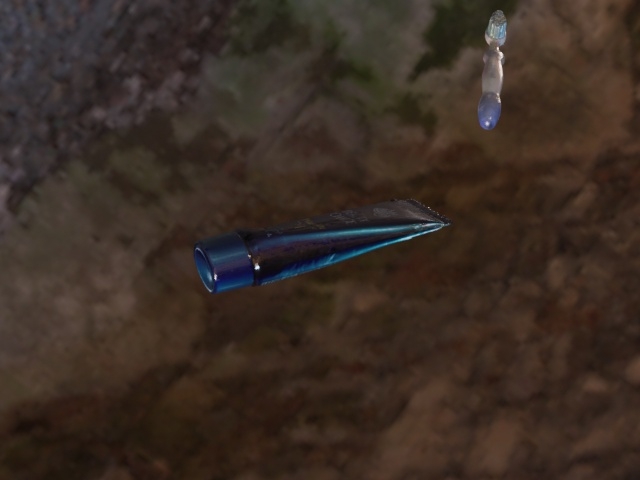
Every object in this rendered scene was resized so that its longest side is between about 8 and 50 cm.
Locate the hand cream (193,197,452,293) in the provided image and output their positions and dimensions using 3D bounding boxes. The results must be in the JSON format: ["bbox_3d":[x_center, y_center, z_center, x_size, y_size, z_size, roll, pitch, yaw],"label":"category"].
[{"bbox_3d":[0.000,0.000,1.633,0.270,0.061,0.120,-13,-163,-16],"label":"hand cream"}]

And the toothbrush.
[{"bbox_3d":[0.156,-0.157,1.344,0.269,0.021,0.027,-74,164,-63],"label":"toothbrush"}]
